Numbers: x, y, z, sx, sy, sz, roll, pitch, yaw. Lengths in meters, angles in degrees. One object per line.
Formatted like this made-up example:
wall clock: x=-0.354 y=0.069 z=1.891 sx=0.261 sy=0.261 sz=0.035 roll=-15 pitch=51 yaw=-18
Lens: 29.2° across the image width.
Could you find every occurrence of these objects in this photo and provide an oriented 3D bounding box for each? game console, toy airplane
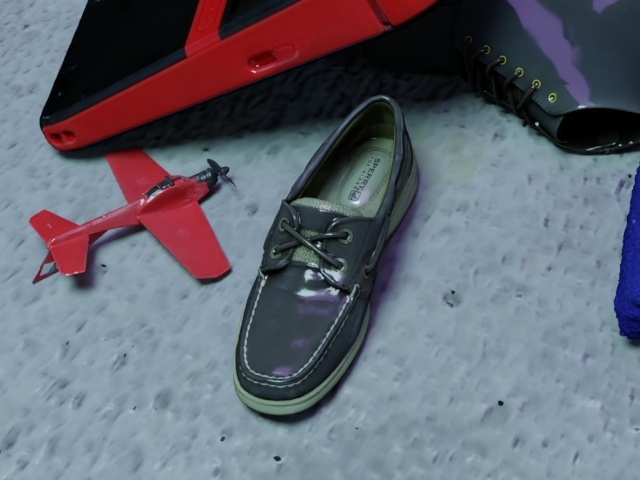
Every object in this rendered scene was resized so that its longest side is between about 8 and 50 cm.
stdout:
game console: x=-0.029 y=-0.249 z=0.909 sx=0.342 sy=0.060 sz=0.386 roll=-21 pitch=40 yaw=31
toy airplane: x=-0.127 y=-0.017 z=0.814 sx=0.151 sy=0.028 sz=0.151 roll=-5 pitch=47 yaw=6

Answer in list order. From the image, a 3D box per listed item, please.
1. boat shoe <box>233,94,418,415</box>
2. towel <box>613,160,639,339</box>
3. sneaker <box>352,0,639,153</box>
boat shoe: x=0.001 y=0.000 z=0.748 sx=0.080 sy=0.073 sz=0.223 roll=13 pitch=52 yaw=19
towel: x=0.312 y=-0.060 z=0.733 sx=0.228 sy=0.076 sz=0.308 roll=8 pitch=60 yaw=23
sneaker: x=0.119 y=-0.121 z=0.830 sx=0.222 sy=0.083 sz=0.118 roll=-2 pitch=61 yaw=18
